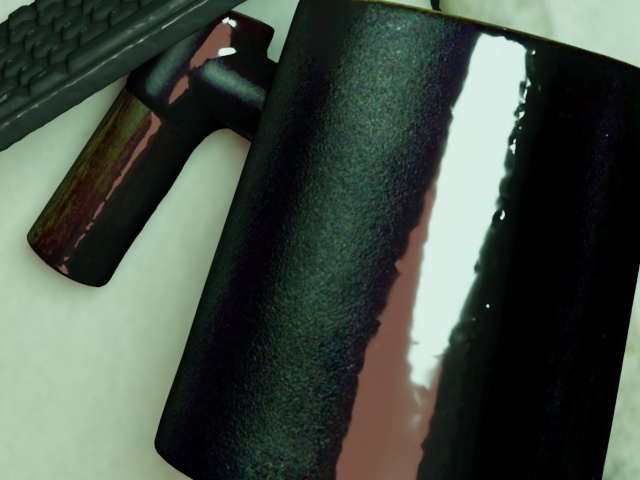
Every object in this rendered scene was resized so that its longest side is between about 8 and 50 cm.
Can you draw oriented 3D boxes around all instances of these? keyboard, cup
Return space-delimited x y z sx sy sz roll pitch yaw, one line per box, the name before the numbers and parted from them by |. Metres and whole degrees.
keyboard | -0.013 -0.129 0.641 0.310 0.101 0.018 -30 121 8
cup | 0.003 0.002 0.621 0.239 0.166 0.177 14 94 -1
